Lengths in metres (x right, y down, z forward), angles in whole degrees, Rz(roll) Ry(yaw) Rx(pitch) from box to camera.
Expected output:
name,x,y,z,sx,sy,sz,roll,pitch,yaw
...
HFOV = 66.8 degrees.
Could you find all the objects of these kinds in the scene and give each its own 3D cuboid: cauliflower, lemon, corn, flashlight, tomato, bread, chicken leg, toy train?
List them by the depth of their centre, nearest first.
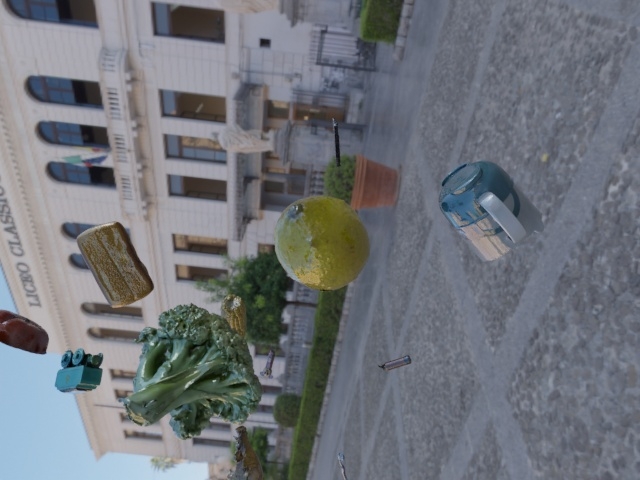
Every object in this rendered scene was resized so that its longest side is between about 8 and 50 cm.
name,x,y,z,sx,sy,sz,roll,pitch,yaw
cauliflower,-0.289,0.297,1.041,0.281,0.326,0.261,-45,-37,-36
bread,-0.482,0.054,1.148,0.201,0.115,0.077,66,171,-10
corn,-0.257,0.238,1.437,0.238,0.080,0.080,105,172,-51
tomato,-0.961,0.286,1.542,0.225,0.224,0.085,100,-165,-71
chicken leg,-0.251,0.713,1.580,0.085,0.101,0.208,1,-107,-63
lemon,0.000,0.000,1.756,0.387,0.349,0.350,45,-144,-36
flashlight,-0.186,0.450,1.761,0.031,0.052,0.110,-42,-31,-75
toy train,-0.895,0.486,1.803,0.107,0.197,0.155,33,-131,-49

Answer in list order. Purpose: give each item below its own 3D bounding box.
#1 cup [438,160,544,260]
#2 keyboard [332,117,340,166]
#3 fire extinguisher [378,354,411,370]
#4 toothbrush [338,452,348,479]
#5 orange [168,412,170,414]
name,x,y,z,sx,sy,sz,roll,pitch,yaw
cup,0.489,-0.085,1.399,0.219,0.257,0.290,-42,12,11
keyboard,0.060,-0.367,1.825,0.196,0.018,0.060,84,175,-50
fire extinguisher,0.189,0.313,1.239,0.028,0.083,0.022,55,-156,-27
toothbrush,0.072,0.685,1.435,0.013,0.019,0.193,-59,-33,-47
orange,-0.499,0.614,1.968,0.270,0.368,0.211,-22,66,52
